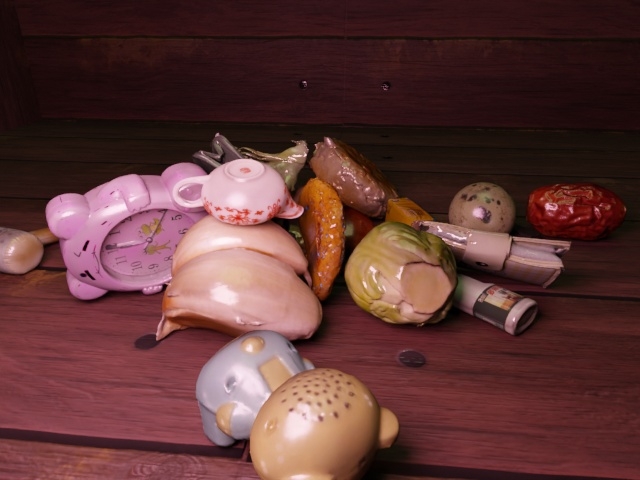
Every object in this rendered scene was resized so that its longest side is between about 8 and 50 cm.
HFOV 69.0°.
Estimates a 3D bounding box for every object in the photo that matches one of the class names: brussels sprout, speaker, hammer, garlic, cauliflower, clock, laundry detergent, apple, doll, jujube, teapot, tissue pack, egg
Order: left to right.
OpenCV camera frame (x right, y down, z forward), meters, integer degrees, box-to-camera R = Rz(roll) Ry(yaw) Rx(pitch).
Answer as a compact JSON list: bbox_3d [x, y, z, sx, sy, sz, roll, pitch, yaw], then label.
[{"bbox_3d":[-0.755,-0.003,1.234,0.202,0.113,0.305,11,18,16],"label":"hammer"},{"bbox_3d":[-0.381,-0.009,0.994,0.323,0.295,0.113,-15,45,-26],"label":"clock"},{"bbox_3d":[-0.157,-0.093,0.886,0.246,0.116,0.159,3,51,3],"label":"teapot"},{"bbox_3d":[-0.157,0.080,0.900,0.314,0.249,0.286,-4,22,13],"label":"garlic"},{"bbox_3d":[-0.176,-0.169,1.440,0.281,0.260,0.326,-11,61,-18],"label":"cauliflower"},{"bbox_3d":[-0.038,0.231,0.625,0.177,0.161,0.261,-19,28,-39],"label":"doll"},{"bbox_3d":[0.065,-0.003,1.172,0.156,0.146,0.158,16,20,-19],"label":"apple"},{"bbox_3d":[0.168,0.070,0.943,0.244,0.243,0.244,0,24,0],"label":"brussels sprout"},{"bbox_3d":[0.238,-0.035,1.267,0.082,0.119,0.169,-4,26,-13],"label":"tissue pack"},{"bbox_3d":[0.330,0.119,0.987,0.099,0.070,0.226,-28,35,-32],"label":"laundry detergent"},{"bbox_3d":[0.447,-0.074,1.292,0.177,0.176,0.228,7,10,15],"label":"egg"},{"bbox_3d":[0.546,-0.032,1.358,0.046,0.040,0.191,-9,25,-25],"label":"speaker"},{"bbox_3d":[0.723,-0.086,1.328,0.251,0.174,0.174,10,26,15],"label":"jujube"}]

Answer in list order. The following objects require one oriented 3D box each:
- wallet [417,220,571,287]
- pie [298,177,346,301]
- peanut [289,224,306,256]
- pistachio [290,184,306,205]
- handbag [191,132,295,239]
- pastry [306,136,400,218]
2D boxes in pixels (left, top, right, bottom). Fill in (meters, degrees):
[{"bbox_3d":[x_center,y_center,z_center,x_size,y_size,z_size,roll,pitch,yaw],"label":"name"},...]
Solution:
[{"bbox_3d":[0.370,0.029,1.052,0.310,0.077,0.223,12,-10,16],"label":"wallet"},{"bbox_3d":[0.001,-0.001,1.010,0.069,0.273,0.273,-4,25,-13],"label":"pie"},{"bbox_3d":[-0.122,0.003,1.224,0.228,0.085,0.104,1,44,-2],"label":"peanut"},{"bbox_3d":[-0.029,-0.125,1.495,0.186,0.126,0.108,12,-15,32],"label":"pistachio"},{"bbox_3d":[-0.170,-0.089,1.081,0.260,0.247,0.079,38,66,15],"label":"handbag"},{"bbox_3d":[0.111,-0.184,1.464,0.330,0.136,0.329,36,20,-15],"label":"pastry"}]
